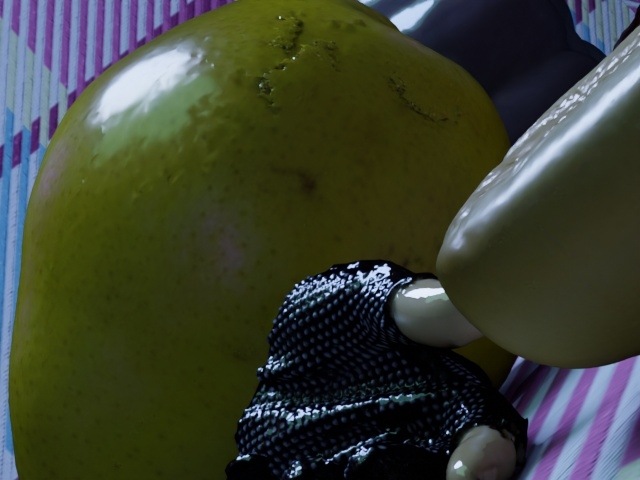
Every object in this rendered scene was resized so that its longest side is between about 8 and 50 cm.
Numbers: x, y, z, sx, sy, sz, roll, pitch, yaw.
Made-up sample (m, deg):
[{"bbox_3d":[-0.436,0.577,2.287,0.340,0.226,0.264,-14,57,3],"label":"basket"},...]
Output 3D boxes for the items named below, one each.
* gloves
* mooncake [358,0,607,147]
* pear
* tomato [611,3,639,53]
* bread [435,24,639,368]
[{"bbox_3d":[0.034,0.084,0.756,0.129,0.106,0.181,-44,26,-6],"label":"gloves"},{"bbox_3d":[0.133,-0.107,1.344,0.154,0.306,0.306,-38,-1,14],"label":"mooncake"},{"bbox_3d":[-0.039,0.025,1.018,0.336,0.285,0.285,-37,-2,8],"label":"pear"},{"bbox_3d":[0.247,-0.130,1.065,0.199,0.112,0.228,-53,-7,-22],"label":"tomato"},{"bbox_3d":[0.136,-0.038,0.591,0.217,0.098,0.147,-47,-4,38],"label":"bread"}]
